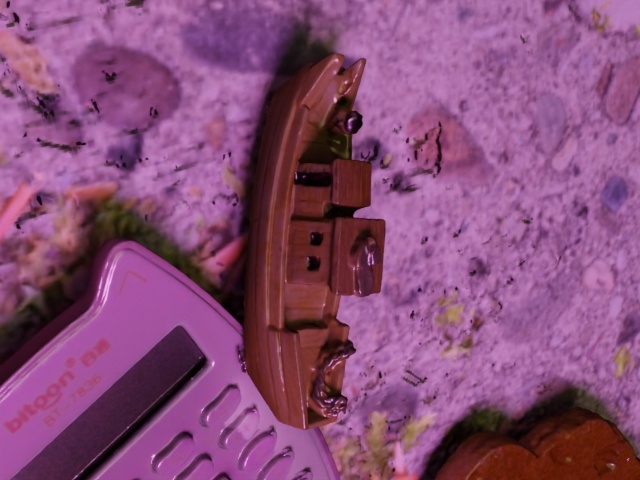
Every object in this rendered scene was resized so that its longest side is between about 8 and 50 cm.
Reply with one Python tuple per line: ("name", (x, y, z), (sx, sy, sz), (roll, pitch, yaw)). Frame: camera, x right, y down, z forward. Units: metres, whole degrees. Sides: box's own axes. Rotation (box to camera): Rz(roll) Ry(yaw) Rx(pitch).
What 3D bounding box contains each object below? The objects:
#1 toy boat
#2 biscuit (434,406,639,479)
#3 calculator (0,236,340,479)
("toy boat", (0.000, 0.000, 0.591), (0.064, 0.072, 0.206), (0, 96, -52))
("biscuit", (0.175, 0.232, 0.834), (0.290, 0.041, 0.208), (34, 86, -38))
("calculator", (-0.096, 0.140, 0.620), (0.194, 0.043, 0.294), (-44, 129, -16))
